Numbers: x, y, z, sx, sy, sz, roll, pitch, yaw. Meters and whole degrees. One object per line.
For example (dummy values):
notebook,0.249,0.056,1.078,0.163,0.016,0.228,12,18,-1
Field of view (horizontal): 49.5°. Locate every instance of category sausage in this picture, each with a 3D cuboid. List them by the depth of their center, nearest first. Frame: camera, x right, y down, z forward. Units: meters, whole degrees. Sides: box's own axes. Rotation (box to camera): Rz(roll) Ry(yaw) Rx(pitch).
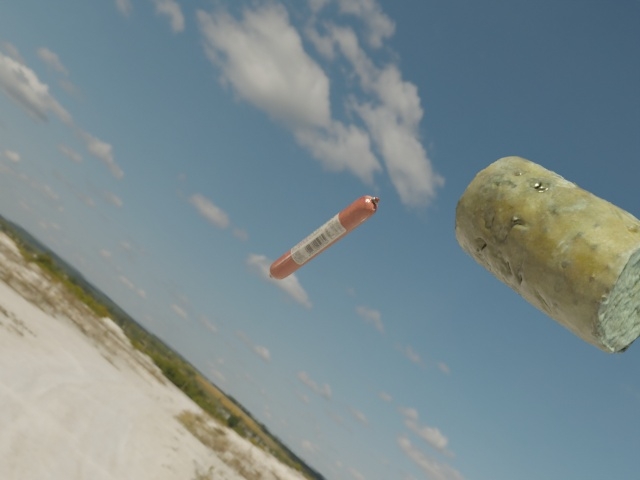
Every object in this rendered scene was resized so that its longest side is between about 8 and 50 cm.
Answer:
sausage,0.000,0.000,0.919,0.029,0.029,0.223,45,-51,-12

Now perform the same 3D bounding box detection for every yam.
yam,0.203,0.008,0.581,0.107,0.107,0.194,52,-1,-33
